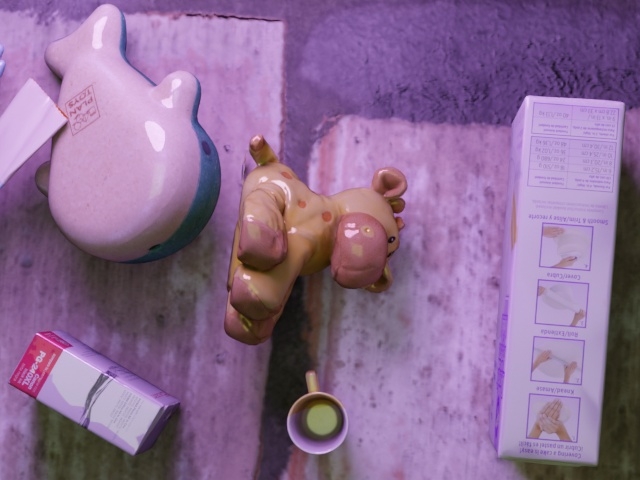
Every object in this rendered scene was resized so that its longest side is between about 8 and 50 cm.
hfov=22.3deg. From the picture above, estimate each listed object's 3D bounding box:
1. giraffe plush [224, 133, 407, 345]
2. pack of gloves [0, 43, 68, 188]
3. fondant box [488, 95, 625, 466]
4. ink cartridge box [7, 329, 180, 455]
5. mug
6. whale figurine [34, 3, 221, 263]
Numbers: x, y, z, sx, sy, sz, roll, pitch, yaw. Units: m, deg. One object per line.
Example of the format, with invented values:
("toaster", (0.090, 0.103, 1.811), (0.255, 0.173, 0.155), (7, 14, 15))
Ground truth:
("giraffe plush", (0.000, 0.000, 1.631), (0.170, 0.181, 0.210), (8, 54, -5))
("pack of gloves", (-0.375, -0.087, 1.682), (0.232, 0.046, 0.195), (-46, 52, 3))
("fondant box", (0.222, 0.039, 1.555), (0.096, 0.238, 0.330), (3, 88, 4))
("ink cartridge box", (-0.227, 0.154, 1.649), (0.150, 0.109, 0.063), (30, 90, 5))
("mug", (0.003, 0.177, 1.654), (0.062, 0.064, 0.078), (21, 89, 5))
("whale figurine", (-0.195, -0.104, 1.658), (0.216, 0.141, 0.272), (-34, 62, 24))
